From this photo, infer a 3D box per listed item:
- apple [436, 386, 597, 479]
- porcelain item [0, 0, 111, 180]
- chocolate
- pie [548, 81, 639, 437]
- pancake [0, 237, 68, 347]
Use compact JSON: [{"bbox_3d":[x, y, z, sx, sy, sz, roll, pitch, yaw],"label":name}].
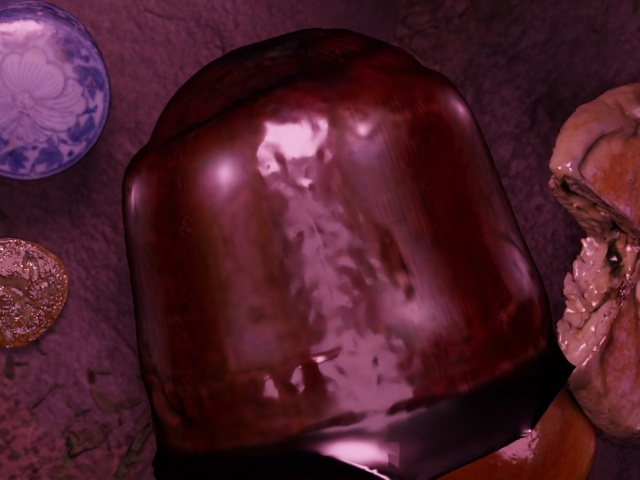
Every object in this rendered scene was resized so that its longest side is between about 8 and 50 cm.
[{"bbox_3d":[0.163,0.187,1.765,0.173,0.195,0.160,-30,64,14],"label":"apple"},{"bbox_3d":[-0.254,-0.130,1.662,0.147,0.114,0.147,-2,105,-9],"label":"porcelain item"},{"bbox_3d":[0.000,0.000,1.610,0.383,0.383,0.331,-17,106,-5],"label":"chocolate"},{"bbox_3d":[0.311,0.017,1.760,0.337,0.075,0.337,-2,93,-41],"label":"pie"},{"bbox_3d":[-0.281,0.044,1.749,0.108,0.017,0.108,-2,100,-9],"label":"pancake"}]
